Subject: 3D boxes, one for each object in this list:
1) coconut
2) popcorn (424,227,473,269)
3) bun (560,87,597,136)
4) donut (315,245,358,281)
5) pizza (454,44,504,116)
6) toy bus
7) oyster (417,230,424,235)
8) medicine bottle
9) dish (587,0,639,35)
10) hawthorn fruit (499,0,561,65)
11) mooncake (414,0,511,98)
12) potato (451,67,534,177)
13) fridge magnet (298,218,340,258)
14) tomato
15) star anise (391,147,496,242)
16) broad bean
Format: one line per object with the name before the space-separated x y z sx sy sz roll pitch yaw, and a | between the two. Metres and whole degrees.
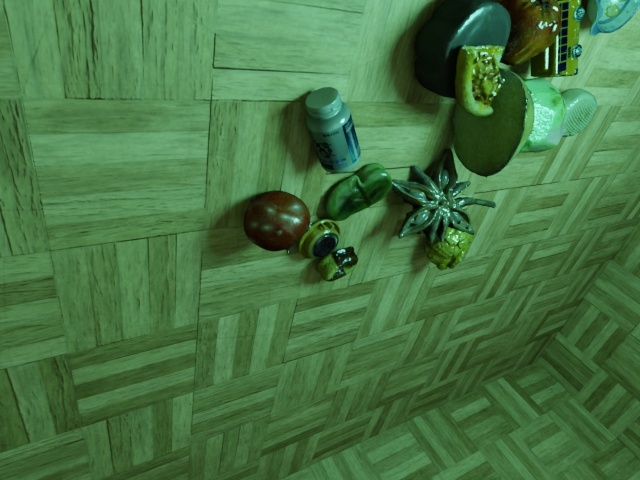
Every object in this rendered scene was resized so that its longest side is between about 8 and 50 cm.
coconut | 0.631 -0.368 1.347 0.235 0.236 0.204 -13 160 -28
popcorn | 0.461 0.015 1.595 0.194 0.140 0.163 -52 164 22
bun | 0.823 -0.431 1.500 0.166 0.113 0.173 -29 140 -1
donut | 0.057 0.076 1.403 0.140 0.059 0.140 -27 156 -13
pizza | 0.384 -0.381 1.076 0.134 0.056 0.271 -33 150 4
toy bus | 0.643 -0.548 1.228 0.114 0.098 0.201 -19 115 -18
oyster | 0.370 -0.079 1.521 0.108 0.053 0.166 -32 137 -14
medicine bottle | 0.028 -0.261 1.067 0.107 0.107 0.192 -33 139 -8
dish | 0.828 -0.717 1.267 0.236 0.086 0.228 -37 138 -2
hawthorn fruit | 0.517 -0.540 1.139 0.173 0.173 0.179 -27 137 -14
mooncake | 0.343 -0.470 1.091 0.244 0.133 0.245 -22 137 -22
potato | 0.489 -0.336 1.252 0.115 0.239 0.299 -19 131 -32
fridge magnet | 0.000 0.000 1.312 0.143 0.063 0.143 -23 139 -22
tomato | -0.115 -0.050 1.124 0.167 0.167 0.167 -20 136 -21
star anise | 0.370 -0.117 1.395 0.349 0.109 0.293 -31 109 -11
broad bean | 0.109 -0.134 1.281 0.206 0.072 0.153 -36 138 13
